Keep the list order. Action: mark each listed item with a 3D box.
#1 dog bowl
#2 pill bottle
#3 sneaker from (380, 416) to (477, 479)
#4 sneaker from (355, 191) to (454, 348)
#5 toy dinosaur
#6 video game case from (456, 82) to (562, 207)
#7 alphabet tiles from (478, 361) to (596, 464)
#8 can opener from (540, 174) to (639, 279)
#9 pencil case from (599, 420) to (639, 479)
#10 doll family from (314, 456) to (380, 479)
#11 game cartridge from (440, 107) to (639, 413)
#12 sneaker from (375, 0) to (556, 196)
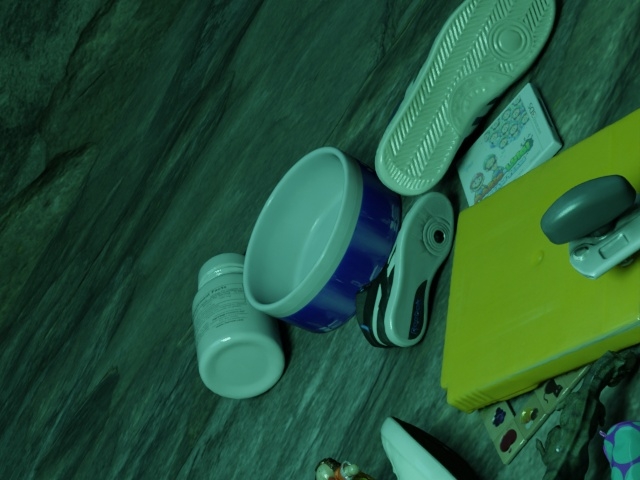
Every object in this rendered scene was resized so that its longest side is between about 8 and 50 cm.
[{"bbox_3d":[0.000,0.000,2.092,0.265,0.104,0.265,-42,34,37],"label":"dog bowl"},{"bbox_3d":[-0.132,0.126,2.188,0.131,0.131,0.229,-51,28,24],"label":"pill bottle"},{"bbox_3d":[0.120,0.303,1.591,0.123,0.106,0.290,-57,28,8],"label":"sneaker"},{"bbox_3d":[0.101,0.039,1.898,0.121,0.079,0.216,-11,58,58],"label":"sneaker"},{"bbox_3d":[0.248,0.227,1.441,0.118,0.064,0.268,100,-165,-57],"label":"toy dinosaur"},{"bbox_3d":[0.243,-0.111,1.845,0.157,0.019,0.143,-50,29,27],"label":"video game case"},{"bbox_3d":[0.255,0.113,1.631,0.237,0.009,0.198,-53,28,19],"label":"alphabet tiles"},{"bbox_3d":[0.362,-0.059,1.436,0.280,0.093,0.074,-33,35,11],"label":"can opener"},{"bbox_3d":[0.301,0.252,1.353,0.070,0.064,0.151,-9,54,29],"label":"pencil case"},{"bbox_3d":[0.038,0.374,1.704,0.163,0.118,0.263,-124,46,-54],"label":"doll family"},{"bbox_3d":[0.267,0.030,1.623,0.324,0.053,0.285,-33,39,47],"label":"game cartridge"},{"bbox_3d":[0.188,-0.217,1.939,0.350,0.131,0.148,-52,2,0],"label":"sneaker"}]
